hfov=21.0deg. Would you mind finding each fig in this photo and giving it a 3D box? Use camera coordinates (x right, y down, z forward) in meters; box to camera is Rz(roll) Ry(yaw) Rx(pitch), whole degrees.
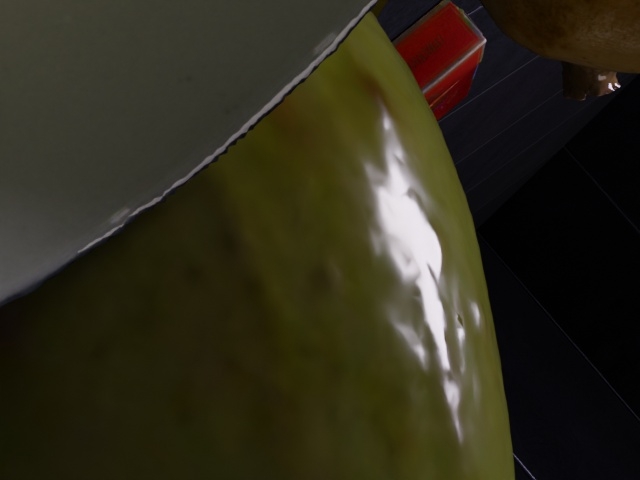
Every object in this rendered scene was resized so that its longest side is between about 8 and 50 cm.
[{"bbox_3d":[-0.064,0.055,0.510,0.258,0.326,0.258,-23,158,-10],"label":"fig"}]

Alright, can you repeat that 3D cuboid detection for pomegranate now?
[{"bbox_3d":[0.163,-0.163,0.926,0.196,0.196,0.196,-40,173,-5],"label":"pomegranate"}]

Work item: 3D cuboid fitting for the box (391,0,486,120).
[{"bbox_3d":[0.067,-0.114,1.334,0.112,0.048,0.175,-39,173,-4],"label":"box"}]

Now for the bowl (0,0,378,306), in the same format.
[{"bbox_3d":[-0.065,-0.093,0.316,0.238,0.126,0.238,-40,166,-12],"label":"bowl"}]

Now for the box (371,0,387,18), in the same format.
[{"bbox_3d":[-0.038,-0.086,0.955,0.153,0.041,0.279,-36,172,-24],"label":"box"}]
